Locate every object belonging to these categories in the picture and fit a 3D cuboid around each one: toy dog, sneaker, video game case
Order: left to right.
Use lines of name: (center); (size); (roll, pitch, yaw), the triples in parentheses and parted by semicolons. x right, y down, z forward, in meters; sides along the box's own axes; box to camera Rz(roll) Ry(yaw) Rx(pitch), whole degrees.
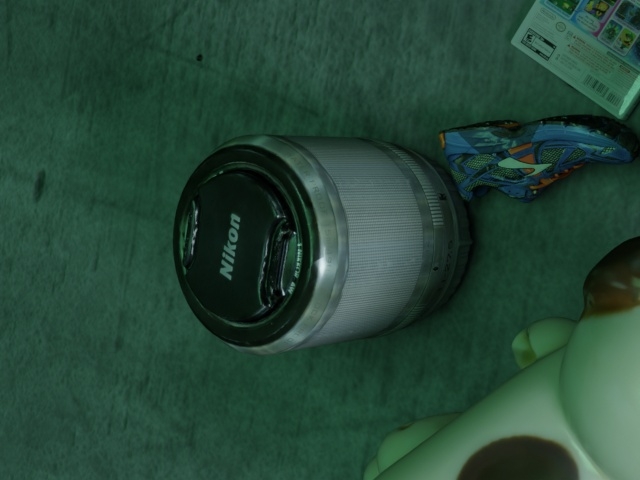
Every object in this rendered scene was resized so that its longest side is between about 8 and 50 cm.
sneaker: (0.228, -0.083, 1.329); (0.221, 0.083, 0.087); (0, 102, 40)
toy dog: (0.214, 0.173, 1.074); (0.408, 0.395, 0.285); (-45, 58, 28)
video game case: (0.291, -0.224, 1.316); (0.157, 0.019, 0.143); (42, 111, 30)

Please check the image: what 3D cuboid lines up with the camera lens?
camera lens: (0.000, 0.000, 1.343); (0.219, 0.274, 0.219); (3, 94, 40)
